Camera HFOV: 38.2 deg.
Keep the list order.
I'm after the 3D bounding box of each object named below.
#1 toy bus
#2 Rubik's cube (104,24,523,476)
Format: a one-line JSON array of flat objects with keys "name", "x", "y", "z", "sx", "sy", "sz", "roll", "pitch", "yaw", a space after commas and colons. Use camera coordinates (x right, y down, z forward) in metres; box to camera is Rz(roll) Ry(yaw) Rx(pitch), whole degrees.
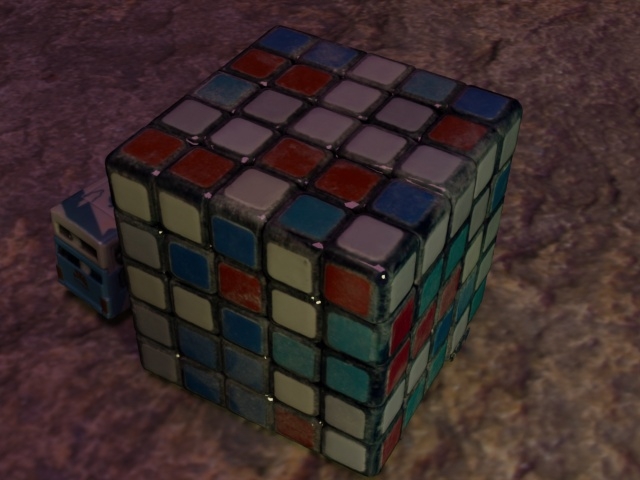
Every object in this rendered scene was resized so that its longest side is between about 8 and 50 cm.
[{"name": "toy bus", "x": -0.166, "y": -0.042, "z": 1.074, "sx": 0.106, "sy": 0.131, "sz": 0.297, "roll": 31, "pitch": 51, "yaw": 27}, {"name": "Rubik's cube", "x": 0.000, "y": 0.000, "z": 0.919, "sx": 0.293, "sy": 0.286, "sz": 0.292, "roll": 23, "pitch": 46, "yaw": 22}]
